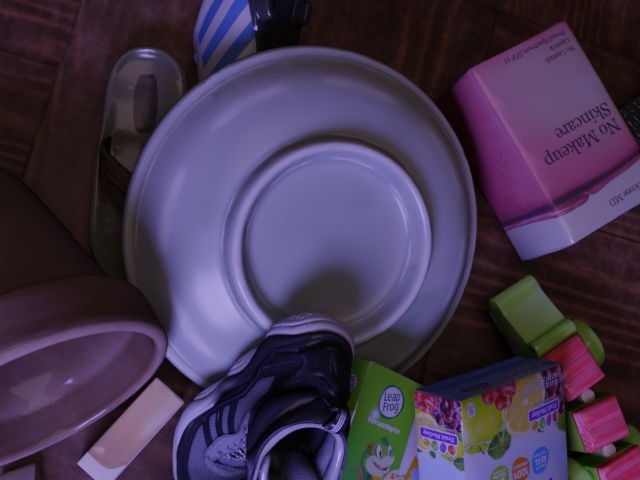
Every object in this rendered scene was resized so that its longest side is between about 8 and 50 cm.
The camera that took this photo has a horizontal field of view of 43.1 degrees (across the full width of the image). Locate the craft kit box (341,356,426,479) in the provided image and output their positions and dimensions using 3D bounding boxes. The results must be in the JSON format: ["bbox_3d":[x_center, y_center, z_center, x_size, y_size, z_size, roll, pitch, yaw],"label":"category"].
[{"bbox_3d":[0.081,0.276,0.843,0.250,0.061,0.247,29,71,-35],"label":"craft kit box"}]

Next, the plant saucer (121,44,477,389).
[{"bbox_3d":[0.000,0.000,0.842,0.400,0.100,0.401,-3,100,-17],"label":"plant saucer"}]

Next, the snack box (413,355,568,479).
[{"bbox_3d":[0.184,0.241,0.846,0.174,0.070,0.207,-9,98,-39],"label":"snack box"}]

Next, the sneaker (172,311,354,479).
[{"bbox_3d":[-0.062,0.198,0.769,0.101,0.153,0.268,29,118,-23],"label":"sneaker"}]

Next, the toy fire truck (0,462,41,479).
[{"bbox_3d":[-0.220,0.336,0.784,0.217,0.158,0.246,-21,95,-15],"label":"toy fire truck"}]

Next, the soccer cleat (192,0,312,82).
[{"bbox_3d":[-0.089,-0.179,0.924,0.116,0.143,0.331,2,100,-44],"label":"soccer cleat"}]

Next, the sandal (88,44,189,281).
[{"bbox_3d":[-0.194,-0.075,0.880,0.120,0.086,0.303,-3,81,-13],"label":"sandal"}]

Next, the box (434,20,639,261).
[{"bbox_3d":[0.268,-0.115,0.972,0.148,0.127,0.232,-29,87,-16],"label":"box"}]

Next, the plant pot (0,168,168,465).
[{"bbox_3d":[-0.309,0.062,0.770,0.263,0.263,0.229,-26,67,-16],"label":"plant pot"}]

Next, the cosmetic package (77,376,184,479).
[{"bbox_3d":[-0.197,0.198,0.845,0.041,0.060,0.115,43,72,-2],"label":"cosmetic package"}]

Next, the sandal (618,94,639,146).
[{"bbox_3d":[0.451,-0.166,1.068,0.254,0.054,0.097,-25,79,-6],"label":"sandal"}]

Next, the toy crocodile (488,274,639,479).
[{"bbox_3d":[0.304,0.200,0.934,0.115,0.105,0.341,-25,86,-16],"label":"toy crocodile"}]
